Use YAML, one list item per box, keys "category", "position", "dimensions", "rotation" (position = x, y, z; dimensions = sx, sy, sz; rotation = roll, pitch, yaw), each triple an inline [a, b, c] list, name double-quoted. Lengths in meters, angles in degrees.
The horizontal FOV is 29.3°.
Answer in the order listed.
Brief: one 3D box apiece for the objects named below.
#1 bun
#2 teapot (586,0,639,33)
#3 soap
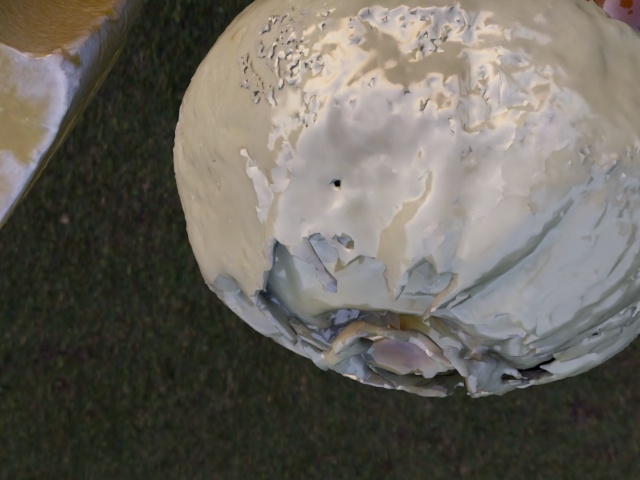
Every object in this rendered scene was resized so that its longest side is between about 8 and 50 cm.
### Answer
- category: "bun"
  position: [0.048, -0.010, 0.573]
  dimensions: [0.259, 0.152, 0.259]
  rotation: [17, 159, 7]
- category: "teapot"
  position: [0.281, -0.233, 1.077]
  dimensions: [0.116, 0.173, 0.116]
  rotation: [-37, 144, -34]
- category: "soap"
  position: [-0.288, -0.105, 1.005]
  dimensions: [0.156, 0.335, 0.293]
  rotation: [36, 107, -12]
